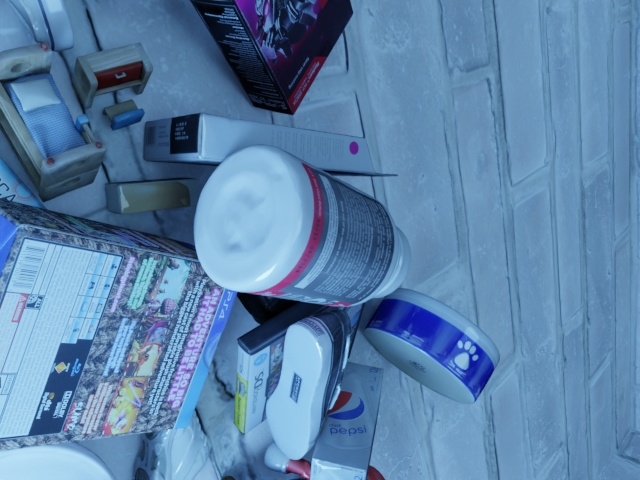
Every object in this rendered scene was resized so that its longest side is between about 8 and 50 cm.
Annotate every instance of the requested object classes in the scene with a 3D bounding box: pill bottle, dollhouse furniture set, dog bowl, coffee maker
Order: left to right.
[{"bbox_3d":[-0.270,-0.155,0.589,0.183,0.129,0.129,-31,96,-33],"label":"dollhouse furniture set"},{"bbox_3d":[-0.054,0.062,0.866,0.178,0.120,0.171,-42,148,-27],"label":"coffee maker"},{"bbox_3d":[0.000,0.000,0.684,0.318,0.176,0.176,18,85,-52],"label":"pill bottle"},{"bbox_3d":[0.225,0.219,1.021,0.104,0.265,0.265,-53,127,-18],"label":"dog bowl"}]

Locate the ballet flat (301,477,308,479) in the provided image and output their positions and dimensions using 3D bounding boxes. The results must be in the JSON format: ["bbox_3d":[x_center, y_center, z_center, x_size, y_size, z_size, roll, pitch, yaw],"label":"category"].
[{"bbox_3d":[-0.031,0.515,0.976,0.241,0.077,0.091,-28,81,-31],"label":"ballet flat"}]

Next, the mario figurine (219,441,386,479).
[{"bbox_3d":[-0.023,0.490,0.896,0.320,0.170,0.198,2,101,-16],"label":"mario figurine"}]

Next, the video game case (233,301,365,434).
[{"bbox_3d":[-0.030,0.195,0.872,0.274,0.035,0.248,-26,142,-35],"label":"video game case"}]

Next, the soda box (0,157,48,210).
[{"bbox_3d":[-0.394,-0.073,0.566,0.063,0.058,0.183,-46,125,-26],"label":"soda box"}]

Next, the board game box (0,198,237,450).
[{"bbox_3d":[-0.273,0.101,0.597,0.291,0.141,0.232,19,91,-52],"label":"board game box"}]

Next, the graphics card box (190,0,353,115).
[{"bbox_3d":[-0.077,-0.381,0.678,0.233,0.094,0.371,-61,153,-16],"label":"graphics card box"}]

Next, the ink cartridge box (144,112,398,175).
[{"bbox_3d":[-0.062,-0.138,0.767,0.370,0.175,0.069,1,96,-41],"label":"ink cartridge box"}]

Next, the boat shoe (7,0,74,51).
[{"bbox_3d":[-0.369,-0.327,0.523,0.088,0.096,0.268,-36,118,-27],"label":"boat shoe"}]

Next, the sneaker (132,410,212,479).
[{"bbox_3d":[-0.222,0.306,0.774,0.115,0.090,0.232,2,105,-48],"label":"sneaker"}]

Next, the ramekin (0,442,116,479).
[{"bbox_3d":[-0.393,0.352,0.593,0.272,0.127,0.273,-9,103,-40],"label":"ramekin"}]

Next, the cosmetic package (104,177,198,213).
[{"bbox_3d":[-0.239,-0.065,0.703,0.115,0.060,0.041,-11,105,-38],"label":"cosmetic package"}]

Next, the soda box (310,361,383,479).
[{"bbox_3d":[0.055,0.343,0.903,0.286,0.091,0.098,-56,153,-67],"label":"soda box"}]

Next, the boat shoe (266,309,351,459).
[{"bbox_3d":[-0.014,0.238,0.812,0.102,0.108,0.301,-19,130,-41],"label":"boat shoe"}]
